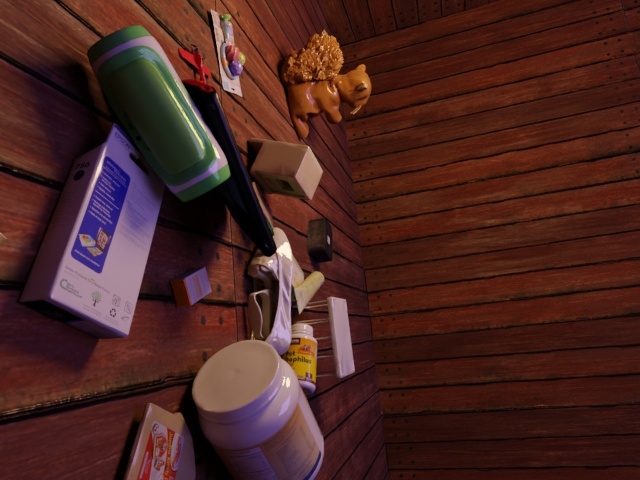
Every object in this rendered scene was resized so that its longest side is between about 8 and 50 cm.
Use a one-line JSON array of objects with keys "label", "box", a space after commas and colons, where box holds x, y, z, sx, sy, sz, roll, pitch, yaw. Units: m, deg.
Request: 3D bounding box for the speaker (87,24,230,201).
[{"label": "speaker", "box": [-0.289, -0.224, 0.804, 0.296, 0.131, 0.131, 61, 21, -19]}]

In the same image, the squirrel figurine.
[{"label": "squirrel figurine", "box": [0.033, -0.717, 1.977, 0.281, 0.370, 0.397, -84, 158, -44]}]

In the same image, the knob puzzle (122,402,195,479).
[{"label": "knob puzzle", "box": [-0.290, 0.413, 0.795, 0.213, 0.030, 0.213, -10, 90, -75]}]

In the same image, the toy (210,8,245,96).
[{"label": "toy", "box": [-0.277, -0.592, 1.382, 0.137, 0.056, 0.237, -29, 109, -72]}]

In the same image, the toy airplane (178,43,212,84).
[{"label": "toy airplane", "box": [-0.326, -0.458, 1.177, 0.151, 0.028, 0.151, -10, 90, -73]}]

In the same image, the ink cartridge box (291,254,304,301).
[{"label": "ink cartridge box", "box": [-0.114, 0.170, 1.532, 0.171, 0.056, 0.235, 65, 20, -47]}]

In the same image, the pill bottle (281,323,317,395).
[{"label": "pill bottle", "box": [-0.070, 0.389, 1.437, 0.117, 0.117, 0.215, 62, 24, -49]}]

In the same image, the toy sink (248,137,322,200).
[{"label": "toy sink", "box": [-0.137, -0.234, 1.453, 0.131, 0.234, 0.153, -68, 155, -17]}]

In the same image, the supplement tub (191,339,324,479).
[{"label": "supplement tub", "box": [-0.135, 0.405, 0.985, 0.228, 0.228, 0.316, -75, 152, -56]}]

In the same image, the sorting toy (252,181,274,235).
[{"label": "sorting toy", "box": [-0.196, -0.104, 1.358, 0.274, 0.046, 0.132, -110, 174, -67]}]

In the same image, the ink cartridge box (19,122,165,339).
[{"label": "ink cartridge box", "box": [-0.360, -0.019, 0.736, 0.165, 0.065, 0.332, 59, 28, -53]}]

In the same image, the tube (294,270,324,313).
[{"label": "tube", "box": [-0.047, 0.175, 1.575, 0.070, 0.062, 0.240, 40, 22, 2]}]

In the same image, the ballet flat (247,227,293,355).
[{"label": "ballet flat", "box": [-0.156, 0.138, 1.293, 0.139, 0.139, 0.400, 43, 42, -66]}]

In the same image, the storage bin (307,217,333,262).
[{"label": "storage bin", "box": [0.000, 0.000, 1.984, 0.122, 0.084, 0.180, 58, 26, -55]}]

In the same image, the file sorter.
[{"label": "file sorter", "box": [0.007, 0.363, 1.624, 0.193, 0.173, 0.277, 30, 52, -69]}]

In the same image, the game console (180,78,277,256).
[{"label": "game console", "box": [-0.225, -0.177, 1.022, 0.342, 0.060, 0.386, 47, -21, 59]}]

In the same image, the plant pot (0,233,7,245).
[{"label": "plant pot", "box": [-0.422, 0.006, 0.472, 0.081, 0.081, 0.083, 63, 35, -48]}]

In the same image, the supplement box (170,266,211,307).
[{"label": "supplement box", "box": [-0.287, 0.103, 0.973, 0.098, 0.036, 0.062, -41, 120, -72]}]
